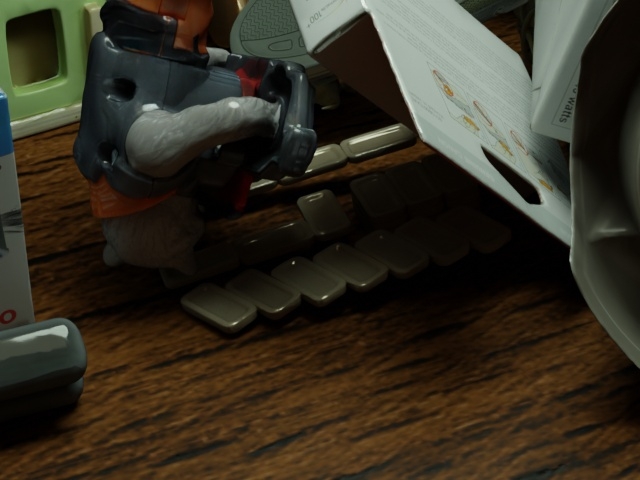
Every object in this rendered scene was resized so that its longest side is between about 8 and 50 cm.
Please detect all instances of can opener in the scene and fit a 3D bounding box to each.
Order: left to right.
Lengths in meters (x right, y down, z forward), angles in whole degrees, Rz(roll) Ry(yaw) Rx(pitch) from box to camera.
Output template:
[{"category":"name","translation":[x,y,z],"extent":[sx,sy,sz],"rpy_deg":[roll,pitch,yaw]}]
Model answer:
[{"category":"can opener","translation":[-0.279,0.122,1.094],"extent":[0.280,0.074,0.093],"rpy_deg":[-18,69,-21]}]

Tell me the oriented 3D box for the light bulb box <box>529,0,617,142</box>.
[{"category":"light bulb box","translation":[0.372,-0.218,1.211],"extent":[0.361,0.358,0.225],"rpy_deg":[16,41,-5]}]

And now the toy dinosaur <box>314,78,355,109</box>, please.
[{"category":"toy dinosaur","translation":[0.005,-0.137,1.511],"extent":[0.092,0.053,0.183],"rpy_deg":[-29,30,-12]}]

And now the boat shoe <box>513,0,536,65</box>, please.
[{"category":"boat shoe","translation":[0.215,-0.176,1.497],"extent":[0.098,0.109,0.302],"rpy_deg":[1,26,16]}]

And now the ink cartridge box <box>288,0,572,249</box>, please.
[{"category":"ink cartridge box","translation":[0.089,-0.091,1.234],"extent":[0.060,0.275,0.239],"rpy_deg":[-34,52,22]}]

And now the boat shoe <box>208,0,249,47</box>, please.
[{"category":"boat shoe","translation":[-0.077,-0.223,1.600],"extent":[0.073,0.073,0.207],"rpy_deg":[-1,20,-19]}]

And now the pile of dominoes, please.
[{"category":"pile of dominoes","translation":[0.000,0.000,1.308],"extent":[0.251,0.040,0.196],"rpy_deg":[-18,35,-9]}]

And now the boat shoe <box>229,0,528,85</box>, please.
[{"category":"boat shoe","translation":[0.081,-0.203,1.441],"extent":[0.320,0.103,0.118],"rpy_deg":[-28,57,0]}]

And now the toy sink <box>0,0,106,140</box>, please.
[{"category":"toy sink","translation":[-0.224,-0.193,1.506],"extent":[0.234,0.153,0.131],"rpy_deg":[-18,35,-26]}]

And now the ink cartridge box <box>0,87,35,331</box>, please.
[{"category":"ink cartridge box","translation":[-0.277,-0.013,1.179],"extent":[0.139,0.191,0.082],"rpy_deg":[-20,37,-26]}]

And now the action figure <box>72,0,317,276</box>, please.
[{"category":"action figure","translation":[-0.130,-0.138,1.264],"extent":[0.178,0.330,0.341],"rpy_deg":[-2,1,-21]}]

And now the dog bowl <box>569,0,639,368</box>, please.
[{"category":"dog bowl","translation":[0.318,-0.055,1.081],"extent":[0.348,0.349,0.102],"rpy_deg":[2,20,7]}]
